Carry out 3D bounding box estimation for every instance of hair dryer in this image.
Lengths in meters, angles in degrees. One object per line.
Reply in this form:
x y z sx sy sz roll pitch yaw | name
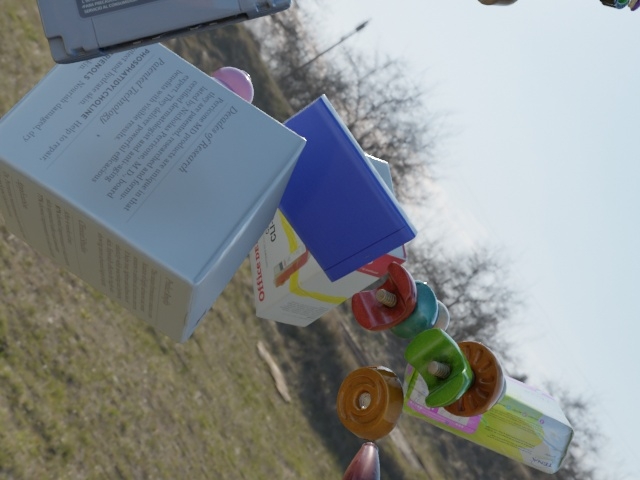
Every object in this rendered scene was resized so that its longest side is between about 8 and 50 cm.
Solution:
0.106 0.550 1.590 0.223 0.080 0.294 35 40 -53 | hair dryer

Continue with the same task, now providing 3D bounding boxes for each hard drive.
0.014 -0.093 1.541 0.319 0.210 0.040 54 30 -10 | hard drive

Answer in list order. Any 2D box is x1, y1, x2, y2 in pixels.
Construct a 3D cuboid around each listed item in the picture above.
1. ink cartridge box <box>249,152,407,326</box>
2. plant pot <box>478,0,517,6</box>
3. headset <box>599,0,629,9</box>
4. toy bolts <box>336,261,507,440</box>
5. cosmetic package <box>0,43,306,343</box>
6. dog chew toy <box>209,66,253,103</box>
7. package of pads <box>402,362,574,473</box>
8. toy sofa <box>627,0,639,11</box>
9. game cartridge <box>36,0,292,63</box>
0.000 0.000 1.890 0.160 0.384 0.279 17 50 -36 | ink cartridge box
0.458 -0.610 1.636 0.263 0.229 0.263 -178 -90 -80 | plant pot
0.862 -0.799 2.205 0.185 0.243 0.394 27 0 33 | headset
0.135 0.168 1.125 0.158 0.218 0.229 26 35 -45 | toy bolts
-0.297 -0.091 1.365 0.393 0.327 0.329 33 -26 1 | cosmetic package
-0.305 -0.340 2.118 0.206 0.332 0.207 32 -26 18 | dog chew toy
0.293 0.293 1.432 0.296 0.101 0.229 22 6 7 | package of pads
0.992 -0.765 2.149 0.150 0.177 0.362 24 -30 1 | toy sofa
-0.200 -0.343 0.959 0.062 0.297 0.198 70 6 -87 | game cartridge
